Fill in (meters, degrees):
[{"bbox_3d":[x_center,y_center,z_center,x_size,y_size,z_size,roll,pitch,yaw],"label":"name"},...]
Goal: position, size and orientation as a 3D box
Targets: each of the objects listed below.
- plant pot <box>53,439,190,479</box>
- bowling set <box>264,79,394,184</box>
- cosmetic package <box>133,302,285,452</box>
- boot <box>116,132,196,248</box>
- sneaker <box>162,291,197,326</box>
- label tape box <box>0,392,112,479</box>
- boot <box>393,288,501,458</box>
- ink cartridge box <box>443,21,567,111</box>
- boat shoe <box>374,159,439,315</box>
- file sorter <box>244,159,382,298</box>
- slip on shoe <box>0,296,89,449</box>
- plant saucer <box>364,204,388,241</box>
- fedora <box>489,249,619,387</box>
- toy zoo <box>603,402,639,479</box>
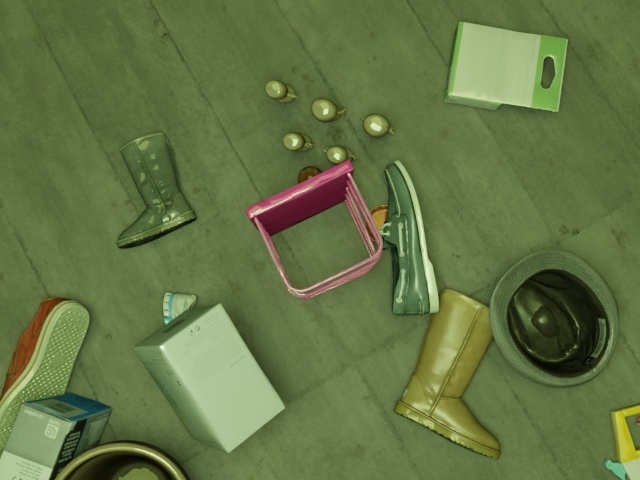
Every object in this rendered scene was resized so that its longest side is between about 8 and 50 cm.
[{"bbox_3d":[-0.352,0.488,1.284,0.262,0.229,0.263,0,84,-4],"label":"plant pot"},{"bbox_3d":[-0.007,-0.208,1.453,0.286,0.154,0.200,23,101,4],"label":"bowling set"},{"bbox_3d":[-0.213,0.252,1.287,0.138,0.224,0.225,-36,98,-26],"label":"cosmetic package"},{"bbox_3d":[-0.377,-0.106,1.467,0.189,0.076,0.209,-25,87,-16],"label":"boot"},{"bbox_3d":[-0.278,0.198,1.419,0.082,0.071,0.191,-3,81,-4],"label":"sneaker"},{"bbox_3d":[-0.529,0.467,1.298,0.105,0.240,0.334,19,83,3],"label":"label tape box"},{"bbox_3d":[0.296,0.264,1.375,0.236,0.089,0.270,27,80,2],"label":"boot"},{"bbox_3d":[0.395,-0.365,1.488,0.234,0.056,0.171,10,82,1],"label":"ink cartridge box"},{"bbox_3d":[0.158,-0.004,1.393,0.099,0.116,0.320,-12,81,2],"label":"boat shoe"},{"bbox_3d":[0.000,0.000,1.328,0.202,0.291,0.182,-25,84,-2],"label":"file sorter"},{"bbox_3d":[-0.580,0.266,1.408,0.101,0.123,0.332,22,87,38],"label":"slip on shoe"},{"bbox_3d":[0.134,-0.033,1.465,0.083,0.013,0.084,0,81,3],"label":"plant saucer"},{"bbox_3d":[0.444,0.150,1.365,0.275,0.124,0.244,45,88,-4],"label":"fedora"},{"bbox_3d":[0.701,0.404,1.364,0.293,0.030,0.193,-14,81,-1],"label":"toy zoo"}]
